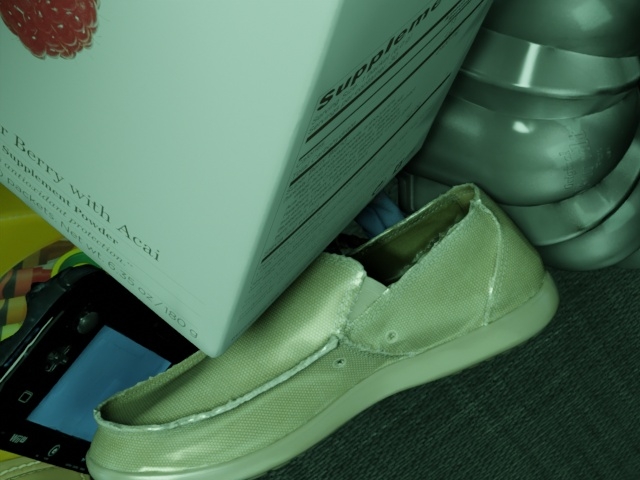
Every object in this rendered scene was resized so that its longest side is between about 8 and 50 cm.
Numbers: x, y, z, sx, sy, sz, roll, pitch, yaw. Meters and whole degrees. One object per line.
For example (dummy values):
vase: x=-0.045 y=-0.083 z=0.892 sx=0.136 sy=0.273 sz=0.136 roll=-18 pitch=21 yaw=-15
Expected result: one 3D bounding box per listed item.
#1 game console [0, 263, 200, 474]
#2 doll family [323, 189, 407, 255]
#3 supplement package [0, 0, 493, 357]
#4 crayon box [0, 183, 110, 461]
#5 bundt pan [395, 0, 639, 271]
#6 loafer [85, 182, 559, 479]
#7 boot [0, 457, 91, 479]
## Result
game console: x=-0.113 y=0.109 z=0.859 sx=0.213 sy=0.044 sz=0.361 roll=-59 pitch=161 yaw=-7
doll family: x=0.000 y=0.000 z=0.873 sx=0.076 sy=0.193 sz=0.111 roll=-55 pitch=132 yaw=-15
supplement package: x=-0.034 y=-0.119 z=0.595 sx=0.175 sy=0.177 sz=0.293 roll=-45 pitch=168 yaw=-30
crayon box: x=-0.227 y=0.042 z=0.805 sx=0.318 sy=0.081 sz=0.202 roll=-11 pitch=136 yaw=-29
bundt pan: x=0.187 y=-0.123 z=0.834 sx=0.330 sy=0.124 sz=0.331 roll=-24 pitch=129 yaw=-33
loafer: x=-0.006 y=0.047 z=0.764 sx=0.268 sy=0.102 sz=0.092 roll=-24 pitch=106 yaw=-14
boot: x=-0.240 y=0.235 z=0.895 sx=0.262 sy=0.203 sz=0.095 roll=-20 pitch=140 yaw=-18
